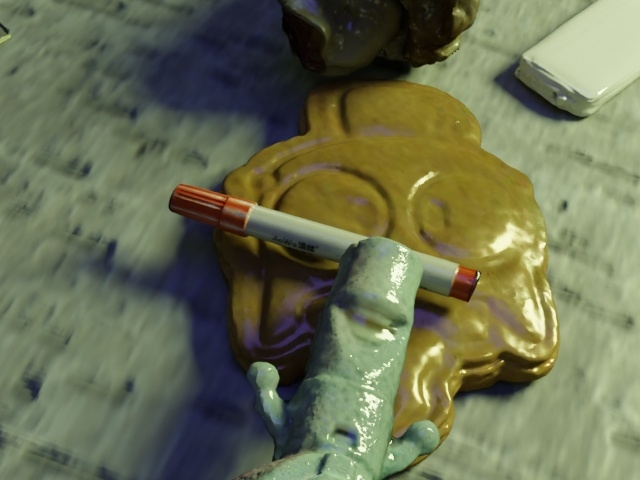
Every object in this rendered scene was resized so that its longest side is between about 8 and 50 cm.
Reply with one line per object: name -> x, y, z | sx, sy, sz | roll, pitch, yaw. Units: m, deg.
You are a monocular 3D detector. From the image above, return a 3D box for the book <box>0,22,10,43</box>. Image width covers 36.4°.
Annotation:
book -> -0.392, -0.176, 0.883 | 0.127, 0.014, 0.182 | 36, 57, 21

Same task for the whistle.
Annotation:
whistle -> -0.001, 0.151, 0.587 | 0.142, 0.133, 0.346 | 7, 54, 14

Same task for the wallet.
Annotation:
wallet -> 0.274, -0.186, 0.947 | 0.095, 0.033, 0.190 | 37, 57, 23

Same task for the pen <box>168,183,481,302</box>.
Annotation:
pen -> 0.000, 0.000, 0.720 | 0.239, 0.028, 0.028 | 16, 52, 12

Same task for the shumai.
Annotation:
shumai -> 0.043, -0.252, 0.877 | 0.185, 0.184, 0.218 | 6, 45, -4

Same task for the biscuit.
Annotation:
biscuit -> 0.049, 0.003, 0.768 | 0.269, 0.051, 0.376 | 2, 52, -2
